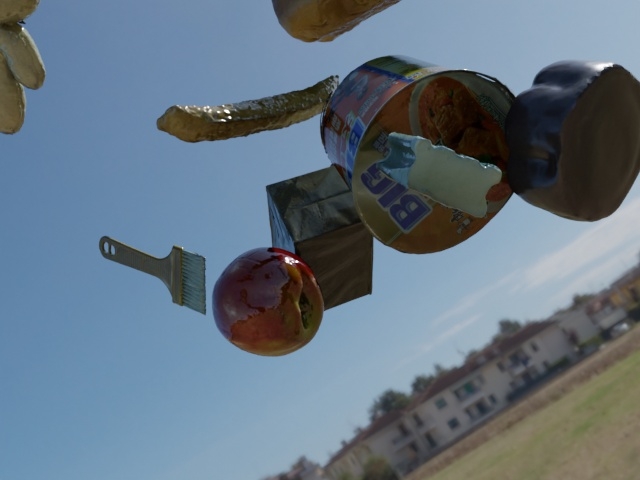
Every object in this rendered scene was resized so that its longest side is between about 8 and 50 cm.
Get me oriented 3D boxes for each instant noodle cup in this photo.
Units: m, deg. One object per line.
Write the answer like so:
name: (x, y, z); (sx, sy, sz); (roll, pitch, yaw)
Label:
instant noodle cup: (0.140, -0.152, 1.382); (0.297, 0.214, 0.296); (-10, -62, -19)

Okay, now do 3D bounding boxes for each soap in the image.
soap: (0.139, -0.084, 1.089); (0.198, 0.115, 0.063); (-110, 43, -82)

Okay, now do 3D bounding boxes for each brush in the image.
brush: (-0.228, 0.033, 1.192); (0.010, 0.218, 0.082); (-16, -64, -48)

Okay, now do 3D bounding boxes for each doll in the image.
doll: (-0.463, -0.289, 1.237); (0.175, 0.149, 0.278); (7, -54, -12)

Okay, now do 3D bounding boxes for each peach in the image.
peach: (-0.094, 0.099, 1.458); (0.197, 0.197, 0.197); (-30, -14, -8)

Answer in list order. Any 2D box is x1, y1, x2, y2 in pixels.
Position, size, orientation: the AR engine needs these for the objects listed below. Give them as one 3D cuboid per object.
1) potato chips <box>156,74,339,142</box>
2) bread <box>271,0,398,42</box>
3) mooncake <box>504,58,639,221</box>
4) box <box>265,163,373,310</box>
potato chips: (-0.085, -0.219, 1.483); (0.407, 0.080, 0.057); (-21, -30, -43)
bread: (0.062, -0.501, 1.621); (0.344, 0.195, 0.149); (-23, -8, 38)
mooncake: (0.371, -0.144, 1.278); (0.245, 0.244, 0.133); (-24, 27, -31)
box: (0.000, 0.000, 1.601); (0.149, 0.155, 0.231); (-18, -35, -13)
